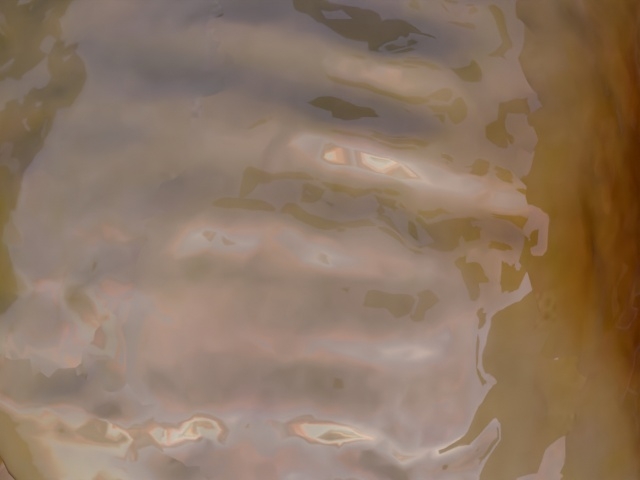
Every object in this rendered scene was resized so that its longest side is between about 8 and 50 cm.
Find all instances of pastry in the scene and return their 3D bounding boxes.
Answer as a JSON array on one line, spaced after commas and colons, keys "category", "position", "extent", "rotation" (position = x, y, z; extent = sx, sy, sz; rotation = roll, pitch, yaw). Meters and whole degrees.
[{"category": "pastry", "position": [0.000, 0.000, 0.629], "extent": [0.313, 0.388, 0.388], "rotation": [3, 71, 32]}]
